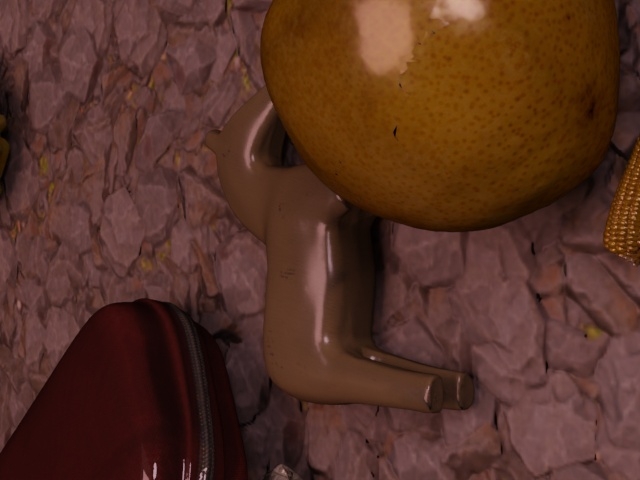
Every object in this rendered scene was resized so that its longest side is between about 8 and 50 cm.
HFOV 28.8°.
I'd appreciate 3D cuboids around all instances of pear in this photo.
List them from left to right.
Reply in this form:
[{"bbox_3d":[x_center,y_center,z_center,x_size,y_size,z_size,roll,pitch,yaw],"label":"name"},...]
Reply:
[{"bbox_3d":[0.074,-0.101,0.707,0.209,0.209,0.208,2,93,47],"label":"pear"}]

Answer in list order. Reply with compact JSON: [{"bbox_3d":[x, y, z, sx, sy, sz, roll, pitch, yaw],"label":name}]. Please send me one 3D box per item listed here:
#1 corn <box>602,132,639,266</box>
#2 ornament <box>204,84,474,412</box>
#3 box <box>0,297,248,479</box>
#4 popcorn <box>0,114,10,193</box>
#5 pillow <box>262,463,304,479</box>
[{"bbox_3d":[0.186,-0.031,0.700,0.037,0.037,0.092,35,115,41],"label":"corn"},{"bbox_3d":[0.000,0.000,0.885,0.245,0.061,0.230,1,90,44],"label":"ornament"},{"bbox_3d":[-0.192,0.235,1.037,0.404,0.108,0.263,-51,40,35],"label":"box"},{"bbox_3d":[-0.392,-0.101,1.247,0.142,0.173,0.173,-15,80,55],"label":"popcorn"},{"bbox_3d":[-0.060,0.273,0.967,0.229,0.051,0.128,-45,56,40],"label":"pillow"}]
